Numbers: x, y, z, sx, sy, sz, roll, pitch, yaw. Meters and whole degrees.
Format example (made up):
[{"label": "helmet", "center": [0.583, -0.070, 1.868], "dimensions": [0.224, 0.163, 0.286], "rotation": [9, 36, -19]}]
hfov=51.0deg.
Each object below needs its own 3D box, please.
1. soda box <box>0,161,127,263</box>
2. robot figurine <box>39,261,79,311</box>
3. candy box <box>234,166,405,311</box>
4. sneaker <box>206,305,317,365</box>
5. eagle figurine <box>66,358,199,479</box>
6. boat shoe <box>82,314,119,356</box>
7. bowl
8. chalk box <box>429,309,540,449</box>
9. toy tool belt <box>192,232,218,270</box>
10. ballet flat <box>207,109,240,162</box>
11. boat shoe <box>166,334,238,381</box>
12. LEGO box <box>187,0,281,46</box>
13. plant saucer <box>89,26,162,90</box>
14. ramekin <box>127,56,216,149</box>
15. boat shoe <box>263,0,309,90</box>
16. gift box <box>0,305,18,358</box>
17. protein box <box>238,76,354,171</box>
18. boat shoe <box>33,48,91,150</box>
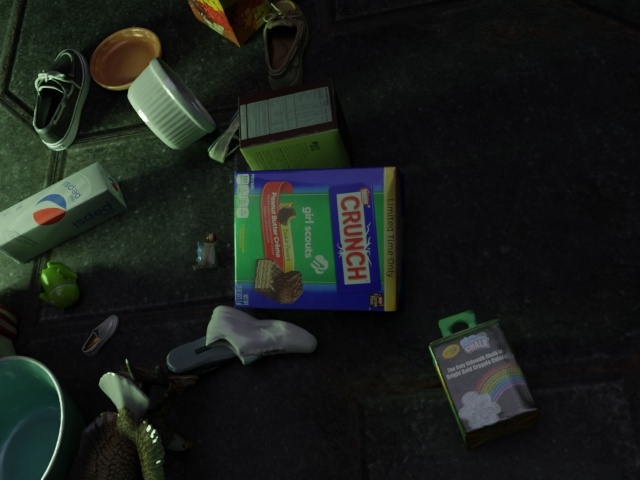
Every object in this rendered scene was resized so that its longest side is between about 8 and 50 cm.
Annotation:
[{"label": "soda box", "center": [-0.601, -0.061, 1.540], "dimensions": [0.286, 0.098, 0.091], "rotation": [-27, 61, -1]}, {"label": "robot figurine", "center": [-0.569, 0.099, 1.467], "dimensions": [0.101, 0.067, 0.115], "rotation": [-46, 59, 21]}, {"label": "candy box", "center": [0.000, 0.000, 1.290], "dimensions": [0.316, 0.122, 0.269], "rotation": [0, 90, 14]}, {"label": "sneaker", "center": [-0.114, 0.198, 1.279], "dimensions": [0.212, 0.080, 0.094], "rotation": [13, 59, 6]}, {"label": "eagle figurine", "center": [-0.313, 0.376, 1.189], "dimensions": [0.225, 0.226, 0.299], "rotation": [18, 70, -17]}, {"label": "boat shoe", "center": [-0.463, 0.197, 1.410], "dimensions": [0.035, 0.035, 0.100], "rotation": [31, 75, 25]}, {"label": "bowl", "center": [-0.568, 0.391, 1.259], "dimensions": [0.311, 0.163, 0.312], "rotation": [-8, 60, 14]}, {"label": "chalk box", "center": [0.271, 0.227, 1.157], "dimensions": [0.132, 0.132, 0.213], "rotation": [-20, 60, 5]}, {"label": "toy tool belt", "center": [-0.249, 0.024, 1.434], "dimensions": [0.051, 0.052, 0.083], "rotation": [-7, 62, 1]}, {"label": "ballet flat", "center": [-0.198, -0.251, 1.567], "dimensions": [0.052, 0.057, 0.168], "rotation": [35, 79, -2]}, {"label": "boat shoe", "center": [-0.216, 0.226, 1.322], "dimensions": [0.183, 0.083, 0.065], "rotation": [-15, 58, -24]}, {"label": "LEGO box", "center": [-0.144, -0.796, 1.635], "dimensions": [0.193, 0.372, 0.500], "rotation": [37, 78, 26]}, {"label": "plant saucer", "center": [-0.504, -0.469, 1.753], "dimensions": [0.199, 0.037, 0.200], "rotation": [-5, 64, 11]}, {"label": "ramekin", "center": [-0.346, -0.305, 1.542], "dimensions": [0.109, 0.207, 0.207], "rotation": [-39, 61, 5]}, {"label": "boat shoe", "center": [-0.086, -0.487, 1.626], "dimensions": [0.104, 0.089, 0.285], "rotation": [-9, 62, 10]}, {"label": "gift box", "center": [-0.807, 0.176, 1.385], "dimensions": [0.258, 0.255, 0.276], "rotation": [-31, 67, 0]}, {"label": "protein box", "center": [-0.046, -0.212, 1.415], "dimensions": [0.201, 0.200, 0.136], "rotation": [-10, 62, 9]}, {"label": "boat shoe", "center": [-0.673, -0.383, 1.713], "dimensions": [0.113, 0.105, 0.307], "rotation": [-2, 64, 13]}]
